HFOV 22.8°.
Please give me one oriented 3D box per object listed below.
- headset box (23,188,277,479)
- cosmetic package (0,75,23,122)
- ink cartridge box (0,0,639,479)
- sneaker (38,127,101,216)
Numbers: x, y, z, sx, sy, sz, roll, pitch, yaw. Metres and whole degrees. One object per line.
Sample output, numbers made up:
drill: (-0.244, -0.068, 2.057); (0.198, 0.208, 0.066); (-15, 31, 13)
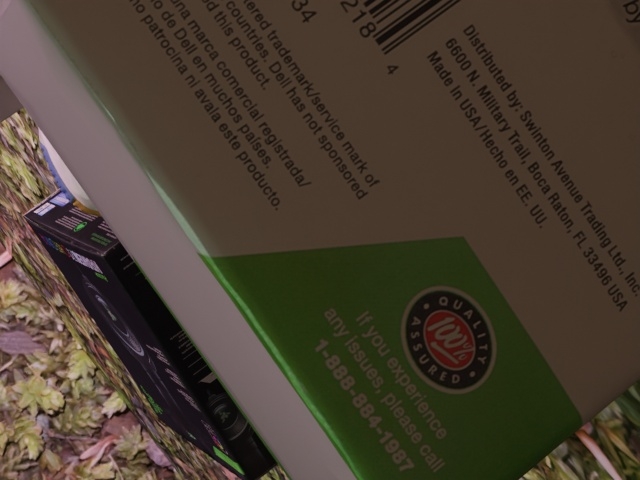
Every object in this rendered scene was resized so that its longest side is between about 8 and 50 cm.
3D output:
headset box: (-0.122, 0.069, 1.491); (0.283, 0.131, 0.246); (60, 162, -23)
cosmetic package: (-0.242, -0.158, 0.928); (0.156, 0.385, 0.217); (49, 160, 10)
ink cartridge box: (0.063, -0.067, 0.504); (0.198, 0.273, 0.115); (56, 165, -8)
sneaker: (-0.210, -0.171, 1.341); (0.296, 0.112, 0.131); (56, 139, 4)
